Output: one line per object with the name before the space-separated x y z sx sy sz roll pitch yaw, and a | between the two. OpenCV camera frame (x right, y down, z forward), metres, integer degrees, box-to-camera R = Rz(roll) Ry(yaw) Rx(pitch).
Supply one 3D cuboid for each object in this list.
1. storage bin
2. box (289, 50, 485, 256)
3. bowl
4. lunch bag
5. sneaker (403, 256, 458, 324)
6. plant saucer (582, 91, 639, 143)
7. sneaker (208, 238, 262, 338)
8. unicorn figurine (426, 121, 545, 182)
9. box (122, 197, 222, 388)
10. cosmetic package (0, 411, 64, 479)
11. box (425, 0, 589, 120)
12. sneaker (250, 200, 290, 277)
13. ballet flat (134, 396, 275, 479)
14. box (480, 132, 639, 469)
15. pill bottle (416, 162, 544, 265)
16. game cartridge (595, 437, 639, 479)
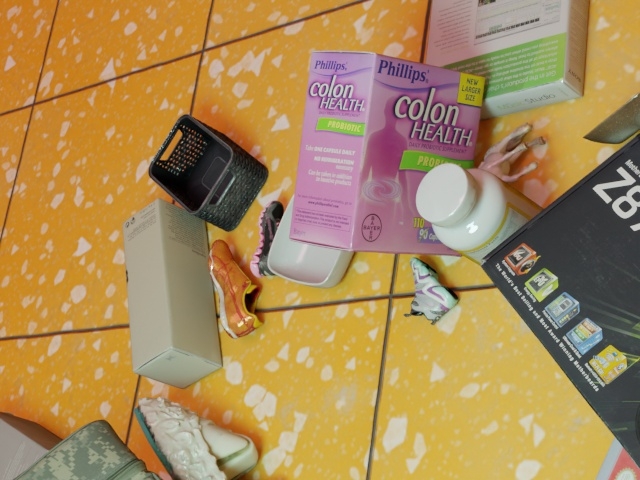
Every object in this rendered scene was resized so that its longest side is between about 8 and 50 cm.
storage bin | -0.181 -0.109 1.983 0.122 0.084 0.180 -57 42 6
box | 0.088 -0.107 1.589 0.117 0.213 0.243 10 94 46
bowl | 0.000 0.000 1.779 0.142 0.053 0.142 16 82 46
lunch bag | -0.280 0.425 1.633 0.256 0.212 0.305 42 145 19
sneaker | 0.130 0.071 1.630 0.069 0.038 0.098 -50 44 13
plant saucer | 0.391 -0.169 1.426 0.198 0.198 0.036 -39 87 23
sneaker | -0.125 0.069 1.871 0.067 0.064 0.175 -25 57 9
unicorn figurine | 0.222 -0.096 1.575 0.111 0.162 0.060 -28 90 30
box | -0.232 0.081 1.919 0.094 0.113 0.275 -31 50 30
cosmetic package | -0.466 0.357 1.995 0.238 0.127 0.107 13 79 48
box | 0.255 -0.322 1.694 0.232 0.058 0.322 -10 63 41
sneaker | -0.065 -0.001 1.853 0.057 0.047 0.119 3 80 37
ballet flat | -0.122 0.349 1.693 0.147 0.147 0.409 -49 48 14
box | 0.392 0.062 1.279 0.318 0.097 0.395 -38 43 6
pill bottle | 0.199 -0.026 1.505 0.103 0.184 0.103 -21 56 35
game cartridge | 0.395 0.240 1.287 0.196 0.060 0.294 22 86 43
